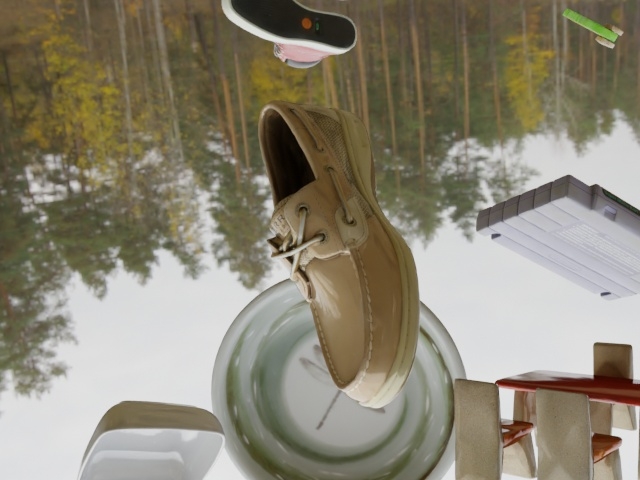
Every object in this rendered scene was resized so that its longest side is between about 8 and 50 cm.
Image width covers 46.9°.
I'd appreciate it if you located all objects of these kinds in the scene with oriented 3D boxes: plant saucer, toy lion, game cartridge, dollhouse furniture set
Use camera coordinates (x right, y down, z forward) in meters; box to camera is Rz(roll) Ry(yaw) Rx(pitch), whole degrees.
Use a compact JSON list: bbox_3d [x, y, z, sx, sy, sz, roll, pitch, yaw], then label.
[{"bbox_3d":[0.031,0.240,1.173,0.401,0.400,0.100,-3,-177,10],"label":"plant saucer"},{"bbox_3d":[0.459,-0.367,1.257,0.096,0.034,0.100,30,-158,1],"label":"toy lion"},{"bbox_3d":[0.489,0.003,1.326,0.355,0.068,0.230,25,150,-23],"label":"game cartridge"},{"bbox_3d":[0.277,0.131,0.622,0.262,0.135,0.259,-2,180,-44],"label":"dollhouse furniture set"}]

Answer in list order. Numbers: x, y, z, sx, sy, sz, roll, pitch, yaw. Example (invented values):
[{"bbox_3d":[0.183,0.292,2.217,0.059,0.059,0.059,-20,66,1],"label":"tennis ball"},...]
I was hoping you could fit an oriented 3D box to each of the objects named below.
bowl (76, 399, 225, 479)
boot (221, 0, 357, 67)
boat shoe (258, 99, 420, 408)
[{"bbox_3d":[-0.186,0.224,0.801,0.142,0.142,0.053,10,-141,-26],"label":"bowl"},{"bbox_3d":[-0.082,-0.368,1.307,0.245,0.088,0.176,11,173,-29],"label":"boot"},{"bbox_3d":[0.000,0.000,0.701,0.110,0.121,0.341,12,-136,-27],"label":"boat shoe"}]
